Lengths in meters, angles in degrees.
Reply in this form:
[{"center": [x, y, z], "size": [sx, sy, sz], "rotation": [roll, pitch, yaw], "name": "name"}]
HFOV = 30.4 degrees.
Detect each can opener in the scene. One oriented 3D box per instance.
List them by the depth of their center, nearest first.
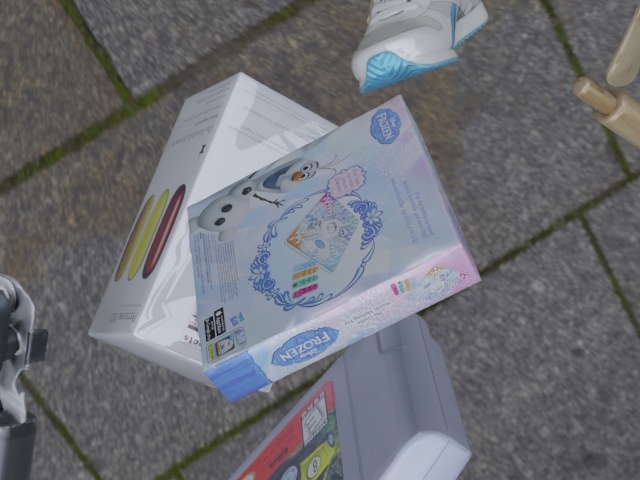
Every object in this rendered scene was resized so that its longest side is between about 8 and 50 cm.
[{"center": [-0.279, 0.157, 0.959], "size": [0.093, 0.074, 0.280], "rotation": [-14, 120, -48], "name": "can opener"}]

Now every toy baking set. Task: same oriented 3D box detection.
[{"center": [0.289, -0.146, 0.882], "size": [0.256, 0.030, 0.197], "rotation": [21, 126, -33], "name": "toy baking set"}]

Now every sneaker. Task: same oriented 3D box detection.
[{"center": [0.072, -0.186, 0.960], "size": [0.087, 0.229, 0.092], "rotation": [-14, 110, 25], "name": "sneaker"}]

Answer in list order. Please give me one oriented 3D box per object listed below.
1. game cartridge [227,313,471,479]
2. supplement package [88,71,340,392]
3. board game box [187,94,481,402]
[{"center": [-0.011, 0.203, 0.869], "size": [0.060, 0.196, 0.294], "rotation": [33, 109, -22], "name": "game cartridge"}, {"center": [-0.086, -0.002, 1.051], "size": [0.134, 0.139, 0.244], "rotation": [27, 74, -23], "name": "supplement package"}, {"center": [0.000, 0.000, 0.396], "size": [0.090, 0.090, 0.020], "rotation": [-28, 127, 11], "name": "board game box"}]
